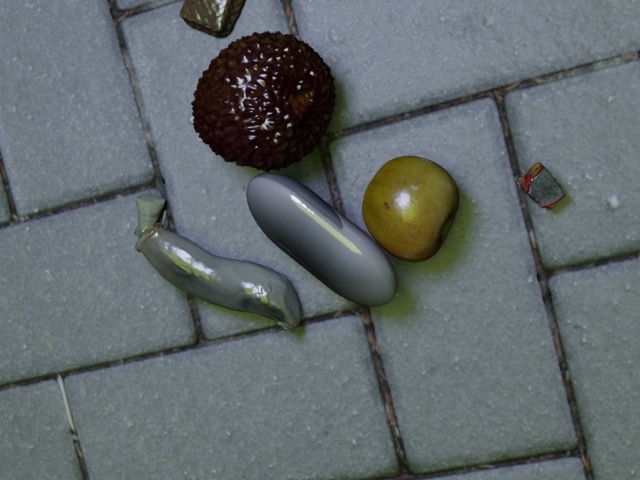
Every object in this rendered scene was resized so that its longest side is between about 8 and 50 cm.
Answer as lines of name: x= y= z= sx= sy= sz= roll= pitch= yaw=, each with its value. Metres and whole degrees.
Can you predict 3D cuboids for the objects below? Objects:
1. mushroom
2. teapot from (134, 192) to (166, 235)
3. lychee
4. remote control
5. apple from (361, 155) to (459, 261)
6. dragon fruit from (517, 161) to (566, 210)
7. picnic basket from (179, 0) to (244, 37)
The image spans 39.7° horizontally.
mushroom: x=-0.194 y=0.071 z=1.684 sx=0.351 sy=0.097 sz=0.109 roll=23 pitch=117 yaw=6
teapot: x=-0.334 y=-0.044 z=1.738 sx=0.067 sy=0.057 sz=0.083 roll=17 pitch=107 yaw=14
lychee: x=-0.115 y=-0.243 z=1.579 sx=0.271 sy=0.271 sz=0.272 roll=2 pitch=96 yaw=13
remote control: x=0.000 y=0.000 z=1.586 sx=0.332 sy=0.221 sz=0.103 roll=37 pitch=69 yaw=6
apple: x=0.156 y=-0.058 z=1.558 sx=0.155 sy=0.182 sz=0.183 roll=26 pitch=101 yaw=15
dragon fruit: x=0.382 y=-0.098 z=1.553 sx=0.056 sy=0.060 sz=0.083 roll=-43 pitch=115 yaw=12
picnic basket: x=-0.191 y=-0.481 z=1.654 sx=0.110 sy=0.055 sz=0.193 roll=24 pitch=103 yaw=10
